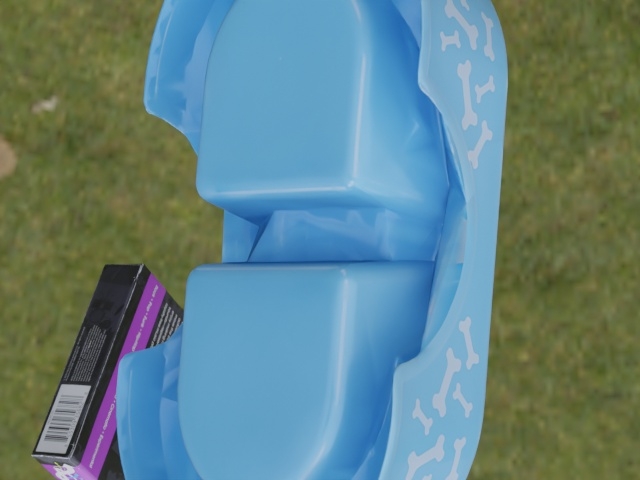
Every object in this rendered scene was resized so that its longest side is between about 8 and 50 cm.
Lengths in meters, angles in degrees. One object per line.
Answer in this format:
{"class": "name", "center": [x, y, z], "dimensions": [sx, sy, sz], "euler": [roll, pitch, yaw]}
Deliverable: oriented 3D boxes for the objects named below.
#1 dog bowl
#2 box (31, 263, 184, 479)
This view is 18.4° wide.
{"class": "dog bowl", "center": [0.000, 0.000, 0.833], "dimensions": [0.166, 0.297, 0.074], "euler": [-1, 171, 45]}
{"class": "box", "center": [-0.087, 0.103, 1.062], "dimensions": [0.029, 0.116, 0.162], "euler": [0, 147, 29]}
